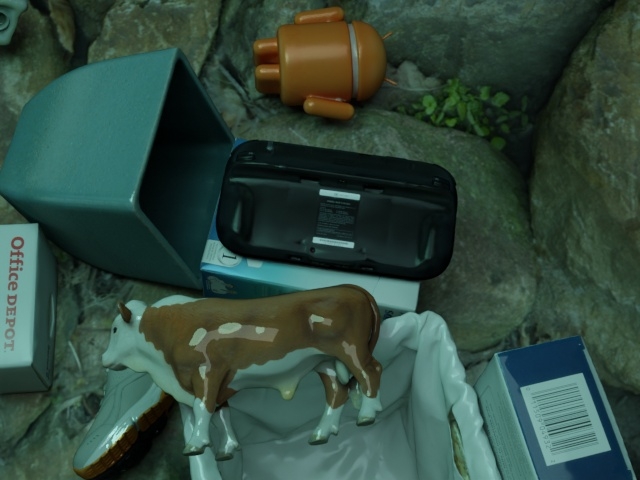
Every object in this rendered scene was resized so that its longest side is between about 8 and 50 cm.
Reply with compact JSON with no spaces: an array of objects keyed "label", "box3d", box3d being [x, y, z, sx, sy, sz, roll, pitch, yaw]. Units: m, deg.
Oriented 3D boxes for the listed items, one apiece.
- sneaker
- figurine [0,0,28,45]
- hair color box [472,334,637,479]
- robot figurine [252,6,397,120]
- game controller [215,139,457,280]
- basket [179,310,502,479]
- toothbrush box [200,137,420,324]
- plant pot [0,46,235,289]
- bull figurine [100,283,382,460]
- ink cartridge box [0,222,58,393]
[{"label":"sneaker","box3d":[-0.254,0.197,1.336,0.121,0.099,0.262,27,58,18]},{"label":"figurine","box3d":[-0.578,-0.390,1.531,0.215,0.092,0.209,-10,50,-29]},{"label":"hair color box","box3d":[0.241,0.255,1.178,0.105,0.347,0.174,-11,66,-9]},{"label":"robot figurine","box3d":[0.007,-0.271,1.545,0.219,0.128,0.158,-5,37,-4]},{"label":"game controller","box3d":[0.023,-0.042,1.341,0.319,0.067,0.166,8,77,1]},{"label":"basket","box3d":[0.027,0.305,1.192,0.331,0.266,0.328,-13,66,-8]},{"label":"toothbrush box","box3d":[0.000,0.000,1.413,0.295,0.126,0.216,10,63,3]},{"label":"plant pot","box3d":[-0.292,-0.096,1.391,0.252,0.247,0.248,2,63,17]},{"label":"bull figurine","box3d":[-0.081,0.131,1.074,0.310,0.101,0.188,-10,68,-4]},{"label":"ink cartridge box","box3d":[-0.512,0.095,1.348,0.289,0.121,0.211,-3,65,-4]}]
